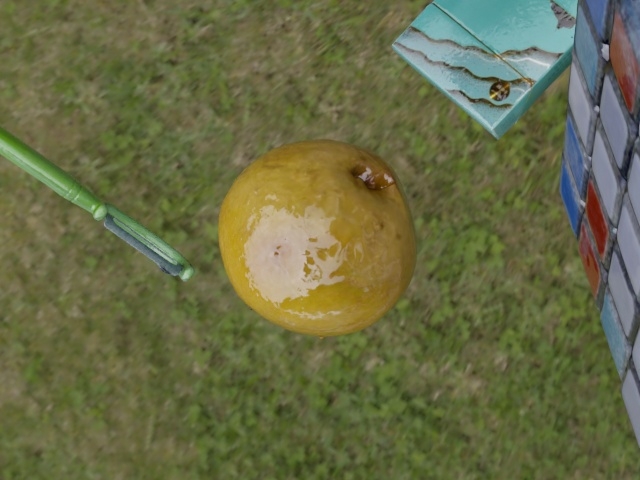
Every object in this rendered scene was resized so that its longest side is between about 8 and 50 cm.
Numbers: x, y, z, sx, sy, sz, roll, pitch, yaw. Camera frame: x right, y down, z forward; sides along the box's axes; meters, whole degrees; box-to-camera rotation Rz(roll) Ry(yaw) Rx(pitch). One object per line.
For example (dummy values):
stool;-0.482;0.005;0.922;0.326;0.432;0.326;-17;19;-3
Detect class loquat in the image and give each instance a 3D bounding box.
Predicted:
loquat;0.000;0.000;1.330;0.208;0.208;0.208;9;116;18

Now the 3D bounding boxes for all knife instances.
knife;-0.165;-0.043;0.784;0.212;0.054;0.015;36;95;-18

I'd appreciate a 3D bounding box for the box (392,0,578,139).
box;0.211;-0.242;1.401;0.229;0.041;0.162;-46;64;2

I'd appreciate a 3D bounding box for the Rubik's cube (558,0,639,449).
Rubik's cube;0.316;-0.022;0.746;0.287;0.292;0.293;-11;150;0
